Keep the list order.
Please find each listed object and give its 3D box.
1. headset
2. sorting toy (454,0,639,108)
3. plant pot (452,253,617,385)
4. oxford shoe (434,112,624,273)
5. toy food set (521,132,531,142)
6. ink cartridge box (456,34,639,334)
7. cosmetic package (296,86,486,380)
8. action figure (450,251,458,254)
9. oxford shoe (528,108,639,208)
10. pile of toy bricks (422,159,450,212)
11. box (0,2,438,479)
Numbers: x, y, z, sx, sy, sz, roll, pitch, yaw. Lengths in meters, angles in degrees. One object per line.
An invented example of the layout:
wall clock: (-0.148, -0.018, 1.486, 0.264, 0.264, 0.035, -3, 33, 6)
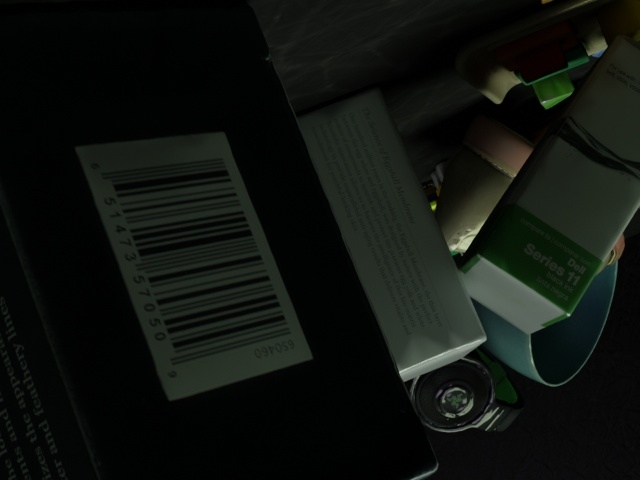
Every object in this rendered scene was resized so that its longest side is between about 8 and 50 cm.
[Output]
headset: (0.171, 0.154, 1.823, 0.394, 0.243, 0.185, 21, 111, -45)
sorting toy: (0.219, -0.164, 1.012, 0.196, 0.047, 0.347, -25, 170, 17)
plant pot: (0.313, 0.062, 1.912, 0.195, 0.290, 0.290, 15, -165, 36)
oxford shoe: (0.218, -0.013, 1.337, 0.146, 0.140, 0.397, -55, 146, 4)
toy food set: (0.259, -0.097, 1.402, 0.020, 0.083, 0.082, -59, 172, 9)
ink cartridge box: (0.200, -0.039, 0.969, 0.208, 0.087, 0.153, -56, 176, -9)
cosmetic package: (-0.017, 0.028, 1.005, 0.224, 0.224, 0.138, -21, 170, -6)
action figure: (0.151, 0.011, 1.763, 0.137, 0.063, 0.232, -10, 168, -44)
oxford shoe: (0.359, -0.106, 1.379, 0.130, 0.133, 0.363, -29, 168, 38)
pile of toy bricks: (0.185, -0.034, 1.469, 0.118, 0.105, 0.212, -21, 170, -8)
box: (-0.173, 0.082, 0.750, 0.212, 0.294, 0.395, -12, 166, -45)
